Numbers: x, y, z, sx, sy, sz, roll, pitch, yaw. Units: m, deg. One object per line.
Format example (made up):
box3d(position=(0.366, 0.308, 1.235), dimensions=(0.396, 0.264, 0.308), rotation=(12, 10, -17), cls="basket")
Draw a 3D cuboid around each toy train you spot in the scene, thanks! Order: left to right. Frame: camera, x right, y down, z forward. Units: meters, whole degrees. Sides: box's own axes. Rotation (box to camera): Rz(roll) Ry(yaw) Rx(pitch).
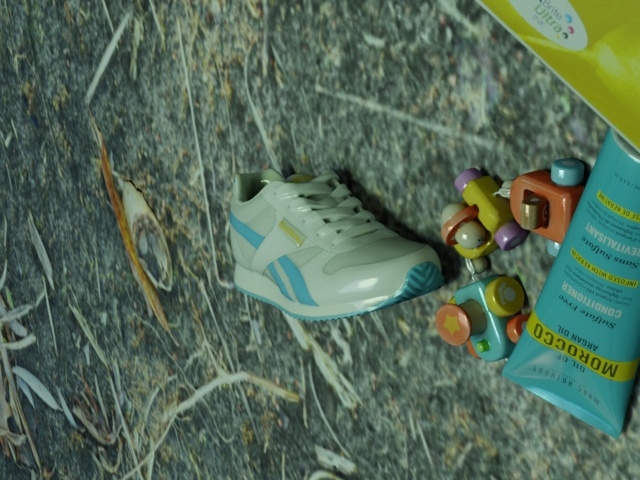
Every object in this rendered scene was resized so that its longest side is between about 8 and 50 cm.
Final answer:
box3d(position=(0.114, 0.021, 0.828), dimensions=(0.125, 0.046, 0.166), rotation=(35, 132, 47), cls="toy train")

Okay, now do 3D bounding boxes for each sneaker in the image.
box3d(position=(0.000, 0.000, 0.967), dimensions=(0.228, 0.087, 0.092), rotation=(12, 112, 54), cls="sneaker")

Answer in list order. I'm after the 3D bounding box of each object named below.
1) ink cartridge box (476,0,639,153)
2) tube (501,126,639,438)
box3d(position=(0.226, -0.096, 0.442), dimensions=(0.303, 0.072, 0.307), rotation=(46, 146, 12), cls="ink cartridge box")
box3d(position=(0.160, 0.023, 0.753), dimensions=(0.080, 0.052, 0.207), rotation=(32, 136, 24), cls="tube")
